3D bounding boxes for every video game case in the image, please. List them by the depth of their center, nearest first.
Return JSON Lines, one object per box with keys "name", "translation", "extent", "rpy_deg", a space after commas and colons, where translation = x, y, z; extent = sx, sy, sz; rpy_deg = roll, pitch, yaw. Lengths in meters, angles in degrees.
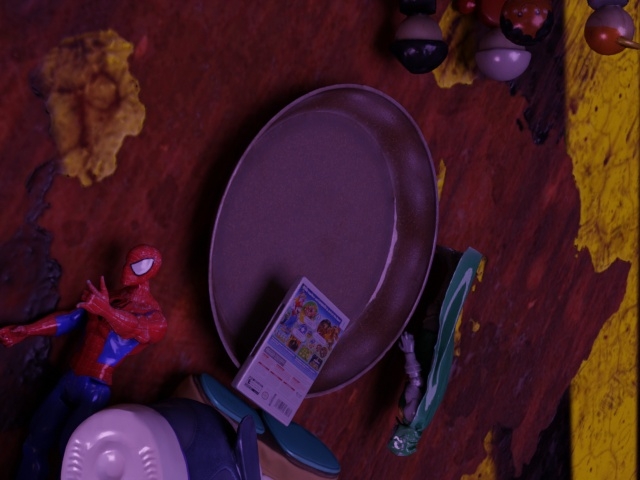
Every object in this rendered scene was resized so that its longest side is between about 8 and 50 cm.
{"name": "video game case", "translation": [-0.026, 0.105, 1.007], "extent": [0.087, 0.011, 0.122], "rpy_deg": [46, 70, -42]}

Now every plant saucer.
{"name": "plant saucer", "translation": [0.000, 0.000, 1.044], "extent": [0.310, 0.050, 0.311], "rpy_deg": [-14, 111, -41]}

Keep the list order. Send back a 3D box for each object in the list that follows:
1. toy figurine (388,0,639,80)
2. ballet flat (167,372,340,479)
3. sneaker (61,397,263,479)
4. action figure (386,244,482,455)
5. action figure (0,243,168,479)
{"name": "toy figurine", "translation": [0.190, -0.239, 1.047], "extent": [0.213, 0.209, 0.148], "rpy_deg": [-1, 92, -44]}
{"name": "ballet flat", "translation": [-0.072, 0.196, 1.027], "extent": [0.073, 0.080, 0.232], "rpy_deg": [-43, 132, 8]}
{"name": "sneaker", "translation": [-0.105, 0.287, 0.833], "extent": [0.236, 0.130, 0.323], "rpy_deg": [31, 54, -67]}
{"name": "action figure", "translation": [0.119, 0.125, 1.170], "extent": [0.137, 0.063, 0.232], "rpy_deg": [51, 55, -74]}
{"name": "action figure", "translation": [-0.212, 0.119, 0.831], "extent": [0.280, 0.091, 0.139], "rpy_deg": [-64, 148, -10]}
